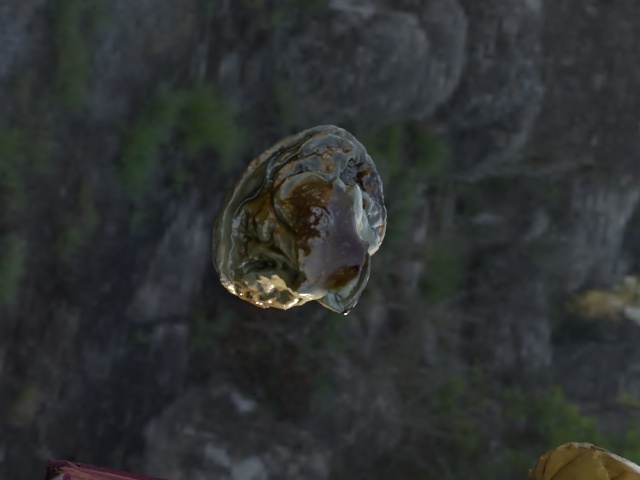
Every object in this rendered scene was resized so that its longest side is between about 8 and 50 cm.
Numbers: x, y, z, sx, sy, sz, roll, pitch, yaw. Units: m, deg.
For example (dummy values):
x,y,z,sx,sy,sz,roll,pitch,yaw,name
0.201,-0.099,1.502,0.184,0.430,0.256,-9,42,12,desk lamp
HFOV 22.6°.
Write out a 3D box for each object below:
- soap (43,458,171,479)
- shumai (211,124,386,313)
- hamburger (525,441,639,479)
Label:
x,y,z,sx,sy,sz,roll,pitch,yaw,name
-0.175,0.361,1.370,0.127,0.220,0.324,128,-24,-82,soap
-0.003,0.001,1.147,0.146,0.116,0.145,-17,123,-28,shumai
0.250,0.306,1.196,0.158,0.318,0.318,-36,156,-10,hamburger
